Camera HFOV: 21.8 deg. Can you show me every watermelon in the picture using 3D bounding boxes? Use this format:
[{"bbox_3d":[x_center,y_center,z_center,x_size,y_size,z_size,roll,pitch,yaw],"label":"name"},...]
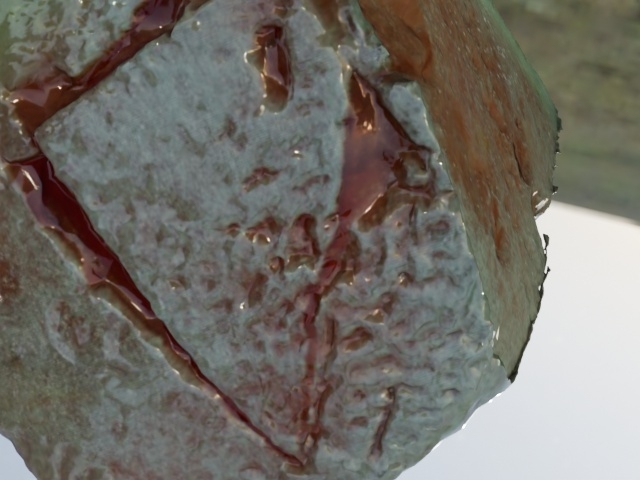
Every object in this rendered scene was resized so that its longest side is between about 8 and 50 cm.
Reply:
[{"bbox_3d":[0.000,0.000,0.576,0.261,0.213,0.201,26,-149,-59],"label":"watermelon"}]
